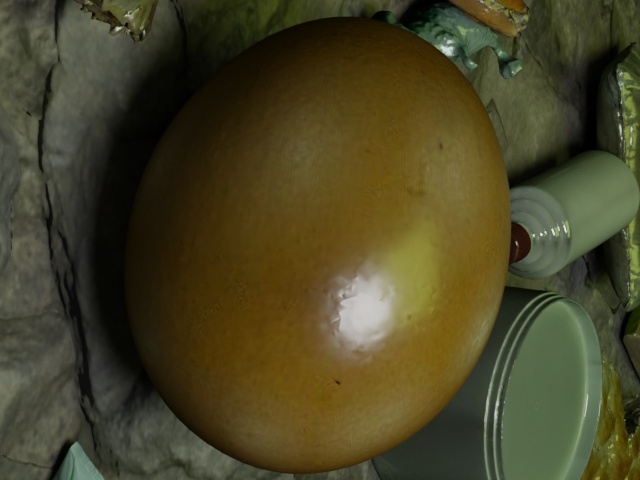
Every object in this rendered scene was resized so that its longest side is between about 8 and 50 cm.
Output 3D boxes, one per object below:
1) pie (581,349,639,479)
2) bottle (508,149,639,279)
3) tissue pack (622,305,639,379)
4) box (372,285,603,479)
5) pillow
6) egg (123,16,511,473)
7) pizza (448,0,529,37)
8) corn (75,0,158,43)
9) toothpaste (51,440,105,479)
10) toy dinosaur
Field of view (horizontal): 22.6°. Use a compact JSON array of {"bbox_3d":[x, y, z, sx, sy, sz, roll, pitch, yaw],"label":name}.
[{"bbox_3d":[0.333,0.301,1.932,0.337,0.075,0.337,-15,108,-55],"label":"pie"},{"bbox_3d":[0.251,-0.024,1.730,0.245,0.104,0.104,-26,116,-52],"label":"bottle"},{"bbox_3d":[0.528,0.073,2.104,0.200,0.167,0.275,56,50,-44],"label":"tissue pack"},{"bbox_3d":[0.166,0.156,1.590,0.226,0.149,0.226,-14,108,-54],"label":"box"},{"bbox_3d":[0.366,-0.073,1.900,0.185,0.075,0.302,-47,134,-69],"label":"pillow"},{"bbox_3d":[0.000,0.000,1.194,0.282,0.282,0.351,39,62,-52],"label":"egg"},{"bbox_3d":[0.135,-0.285,1.543,0.185,0.052,0.195,40,38,-13],"label":"pizza"},{"bbox_3d":[-0.127,-0.288,1.099,0.122,0.123,0.305,25,75,-57],"label":"corn"},{"bbox_3d":[-0.228,0.274,1.116,0.297,0.048,0.075,-59,137,-38],"label":"toothpaste"},{"bbox_3d":[0.156,-0.188,1.584,0.383,0.076,0.129,-27,97,-60],"label":"toy dinosaur"}]
